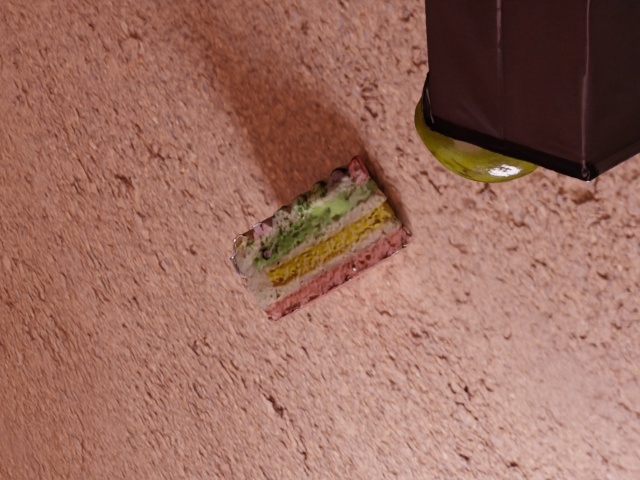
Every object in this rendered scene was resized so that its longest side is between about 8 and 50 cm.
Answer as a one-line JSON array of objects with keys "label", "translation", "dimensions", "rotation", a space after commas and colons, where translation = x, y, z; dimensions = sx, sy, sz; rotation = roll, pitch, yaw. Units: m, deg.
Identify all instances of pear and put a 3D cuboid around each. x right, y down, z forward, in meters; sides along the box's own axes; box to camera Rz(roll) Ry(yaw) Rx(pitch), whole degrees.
[{"label": "pear", "translation": [0.148, -0.101, 1.642], "dimensions": [0.131, 0.107, 0.107], "rotation": [31, 137, 24]}]

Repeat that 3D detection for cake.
[{"label": "cake", "translation": [0.013, -0.005, 1.974], "dimensions": [0.225, 0.090, 0.109], "rotation": [-32, 83, 40]}]

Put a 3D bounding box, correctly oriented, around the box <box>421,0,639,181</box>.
[{"label": "box", "translation": [0.216, -0.175, 1.347], "dimensions": [0.188, 0.252, 0.153], "rotation": [23, 130, 47]}]
